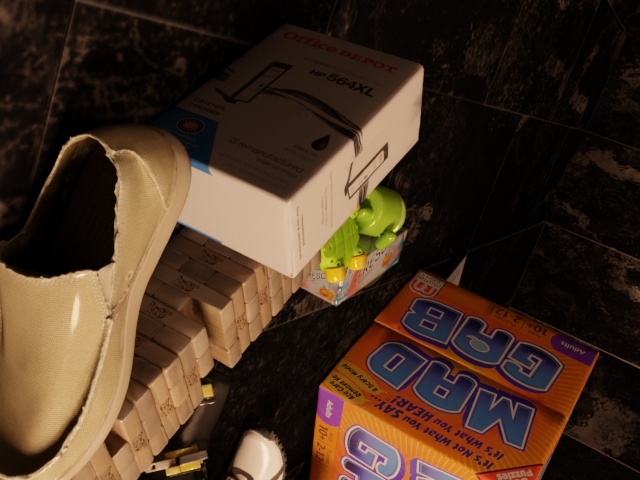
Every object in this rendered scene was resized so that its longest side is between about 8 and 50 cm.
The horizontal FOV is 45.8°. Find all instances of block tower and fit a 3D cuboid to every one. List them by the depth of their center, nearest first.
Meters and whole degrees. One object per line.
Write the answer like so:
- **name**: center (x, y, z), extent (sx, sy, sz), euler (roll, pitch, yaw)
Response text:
- **block tower**: center (-0.128, 0.082, 0.659), extent (0.335, 0.091, 0.097), euler (-49, 154, -34)

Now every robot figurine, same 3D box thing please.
- **robot figurine**: center (0.067, -0.040, 0.979), extent (0.115, 0.067, 0.101), euler (9, 64, -57)

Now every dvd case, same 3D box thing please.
- **dvd case**: center (0.259, 0.160, 1.686), extent (0.180, 0.022, 0.253), euler (-41, 148, -43)

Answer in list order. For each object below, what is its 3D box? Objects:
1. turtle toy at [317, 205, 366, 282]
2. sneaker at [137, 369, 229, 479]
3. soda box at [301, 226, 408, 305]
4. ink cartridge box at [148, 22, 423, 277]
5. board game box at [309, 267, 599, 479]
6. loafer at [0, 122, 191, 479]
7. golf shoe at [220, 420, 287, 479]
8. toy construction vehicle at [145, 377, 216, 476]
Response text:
- **turtle toy**: center (0.000, 0.000, 0.884), extent (0.130, 0.066, 0.095), euler (-27, 114, -52)
- **sneaker**: center (-0.153, 0.266, 0.749), extent (0.286, 0.130, 0.109), euler (-63, 156, -6)
- **soda box**: center (0.048, 0.021, 1.017), extent (0.183, 0.063, 0.058), euler (-30, 141, -54)
- **ink cartridge box**: center (-0.026, -0.086, 0.629), extent (0.203, 0.148, 0.086), euler (-49, 151, -35)
- **board game box**: center (0.226, 0.342, 1.361), extent (0.356, 0.357, 0.356), euler (-43, 149, -42)
- **loafer**: center (-0.176, 0.039, 0.510), extent (0.092, 0.102, 0.268), euler (27, 79, -66)
- **golf shoe**: center (-0.104, 0.334, 0.998), extent (0.094, 0.077, 0.198), euler (-25, 135, -57)
- **toy construction vehicle**: center (-0.141, 0.175, 0.701), extent (0.035, 0.098, 0.085), euler (136, -54, -69)
